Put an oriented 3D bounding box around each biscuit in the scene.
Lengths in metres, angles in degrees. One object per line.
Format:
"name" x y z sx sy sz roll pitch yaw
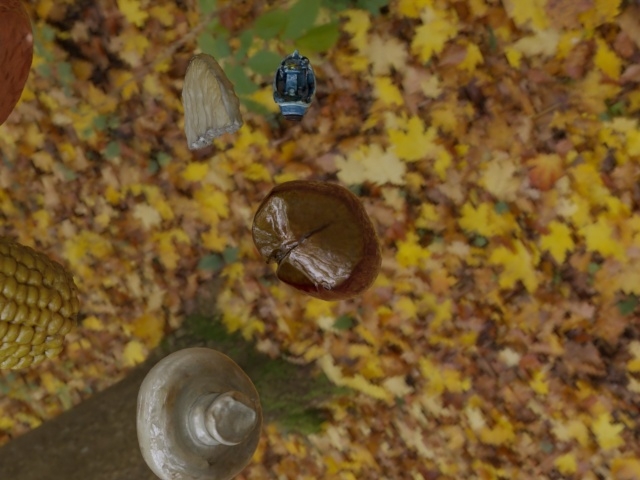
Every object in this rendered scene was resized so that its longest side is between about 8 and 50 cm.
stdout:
"biscuit" -0.181 -0.222 1.636 0.290 0.038 0.141 174 87 -70

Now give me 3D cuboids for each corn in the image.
"corn" -0.391 0.024 0.880 0.144 0.387 0.143 -22 57 38

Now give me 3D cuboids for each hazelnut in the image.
"hazelnut" -0.003 0.002 1.616 0.212 0.181 0.181 53 155 8

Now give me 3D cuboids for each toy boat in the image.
"toy boat" -0.035 -0.219 1.444 0.137 0.060 0.060 -86 1 -54

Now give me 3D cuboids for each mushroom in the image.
"mushroom" -0.186 0.301 1.780 0.243 0.243 0.243 37 142 36

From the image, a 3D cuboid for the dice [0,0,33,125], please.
"dice" -0.443 -0.209 1.173 0.174 0.175 0.179 31 114 19
